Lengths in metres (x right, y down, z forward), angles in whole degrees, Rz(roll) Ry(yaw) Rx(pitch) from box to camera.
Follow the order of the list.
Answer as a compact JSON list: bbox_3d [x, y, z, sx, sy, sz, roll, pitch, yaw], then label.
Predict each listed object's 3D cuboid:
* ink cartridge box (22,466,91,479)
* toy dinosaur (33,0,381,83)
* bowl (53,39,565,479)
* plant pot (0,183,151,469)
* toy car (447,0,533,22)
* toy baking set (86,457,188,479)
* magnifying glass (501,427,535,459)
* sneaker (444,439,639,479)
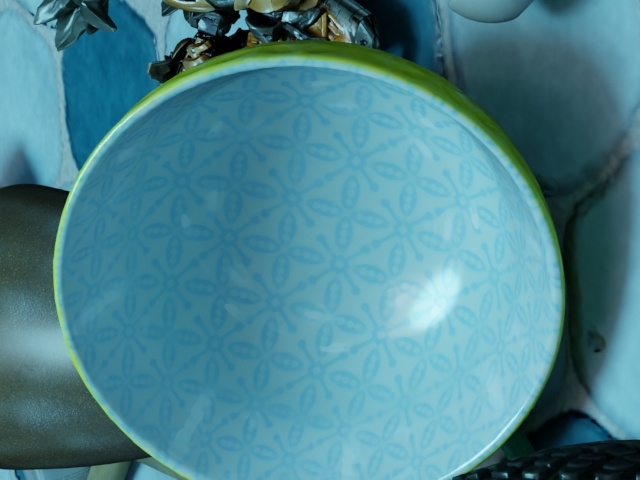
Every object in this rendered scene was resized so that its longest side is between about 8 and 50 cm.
[{"bbox_3d":[-0.265,0.096,1.547,0.239,0.060,0.275,95,151,-60],"label":"ink cartridge box"},{"bbox_3d":[-0.042,-0.171,1.156,0.218,0.164,0.322,16,91,36],"label":"toy dinosaur"},{"bbox_3d":[0.000,0.000,1.053,0.156,0.289,0.289,-74,-2,-63],"label":"bowl"},{"bbox_3d":[-0.133,0.068,1.263,0.230,0.215,0.215,2,99,38],"label":"plant pot"},{"bbox_3d":[0.087,-0.215,0.942,0.159,0.136,0.182,42,169,-1],"label":"toy car"},{"bbox_3d":[-0.121,0.225,1.400,0.197,0.030,0.256,49,139,29],"label":"toy baking set"},{"bbox_3d":[0.130,0.196,1.053,0.231,0.026,0.092,55,136,31],"label":"magnifying glass"},{"bbox_3d":[0.167,0.190,0.906,0.343,0.134,0.146,7,103,51],"label":"sneaker"}]
